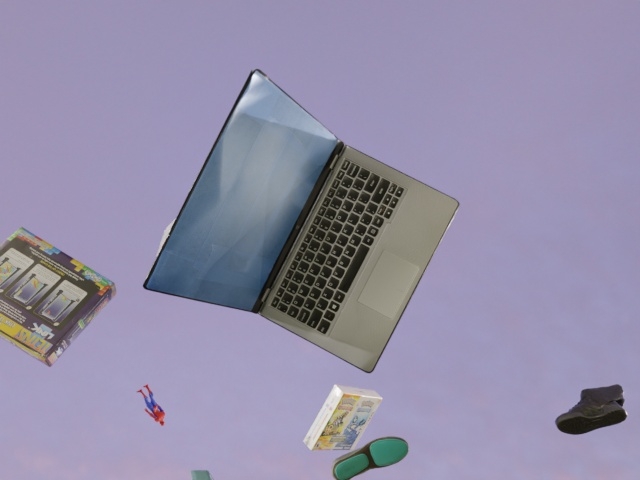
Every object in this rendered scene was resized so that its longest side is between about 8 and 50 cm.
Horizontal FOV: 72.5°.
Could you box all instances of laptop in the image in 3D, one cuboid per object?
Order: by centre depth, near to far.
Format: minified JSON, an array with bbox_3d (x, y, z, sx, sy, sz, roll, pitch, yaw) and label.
[{"bbox_3d":[0.000,0.000,0.762,0.407,0.236,0.382,28,-89,4],"label":"laptop"}]

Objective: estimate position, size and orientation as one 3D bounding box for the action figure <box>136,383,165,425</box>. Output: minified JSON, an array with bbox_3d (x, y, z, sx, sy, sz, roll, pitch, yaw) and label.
[{"bbox_3d":[-0.440,0.436,1.145,0.030,0.038,0.115,-28,-87,25],"label":"action figure"}]

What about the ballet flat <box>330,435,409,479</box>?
[{"bbox_3d":[0.126,0.564,1.144,0.213,0.068,0.072,-17,-102,-10],"label":"ballet flat"}]

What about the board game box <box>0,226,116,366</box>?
[{"bbox_3d":[-0.423,0.081,0.649,0.170,0.141,0.048,32,-35,0],"label":"board game box"}]

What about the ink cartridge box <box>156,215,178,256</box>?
[{"bbox_3d":[-0.364,-0.003,1.104,0.052,0.089,0.122,24,-28,-28],"label":"ink cartridge box"}]

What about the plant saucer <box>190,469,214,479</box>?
[{"bbox_3d":[-0.071,0.257,0.346,0.018,0.192,0.067,-28,-75,-19],"label":"plant saucer"}]

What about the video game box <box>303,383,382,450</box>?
[{"bbox_3d":[0.071,0.518,1.268,0.205,0.048,0.187,27,-89,-45],"label":"video game box"}]

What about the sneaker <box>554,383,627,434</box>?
[{"bbox_3d":[0.591,0.367,0.958,0.170,0.089,0.051,-16,-74,9],"label":"sneaker"}]
